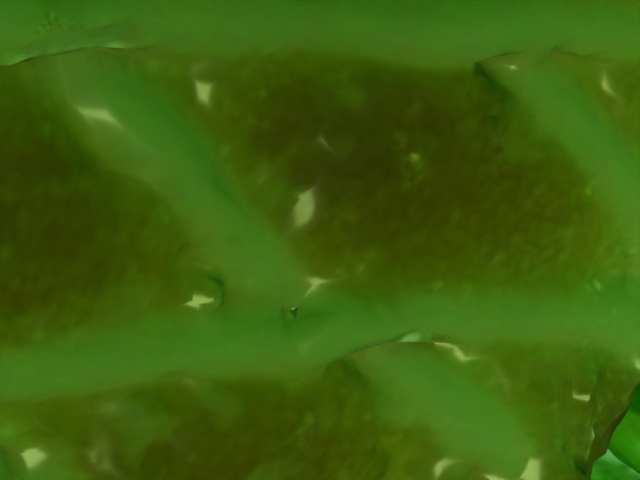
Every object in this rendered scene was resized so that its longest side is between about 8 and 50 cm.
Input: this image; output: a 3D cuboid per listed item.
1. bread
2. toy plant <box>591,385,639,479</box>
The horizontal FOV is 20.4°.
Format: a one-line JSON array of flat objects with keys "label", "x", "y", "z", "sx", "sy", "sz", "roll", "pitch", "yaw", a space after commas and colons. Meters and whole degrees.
[{"label": "bread", "x": -0.075, "y": -0.110, "z": 0.519, "sx": 0.390, "sy": 0.279, "sz": 0.371, "roll": 23, "pitch": 94, "yaw": -42}, {"label": "toy plant", "x": 0.143, "y": 0.110, "z": 0.945, "sx": 0.224, "sy": 0.184, "sz": 0.316, "roll": -9, "pitch": 146, "yaw": -42}]
